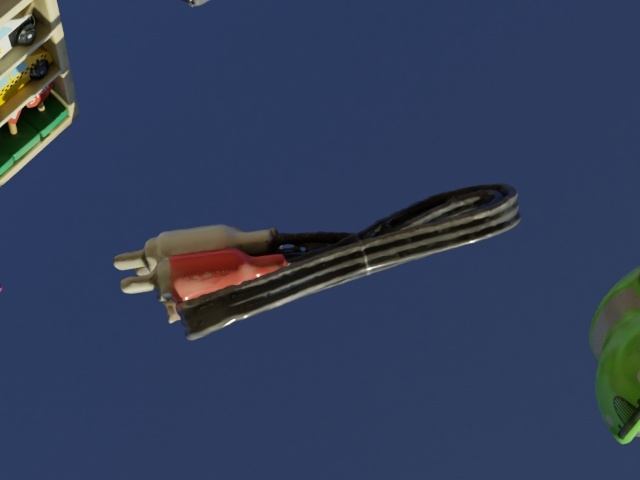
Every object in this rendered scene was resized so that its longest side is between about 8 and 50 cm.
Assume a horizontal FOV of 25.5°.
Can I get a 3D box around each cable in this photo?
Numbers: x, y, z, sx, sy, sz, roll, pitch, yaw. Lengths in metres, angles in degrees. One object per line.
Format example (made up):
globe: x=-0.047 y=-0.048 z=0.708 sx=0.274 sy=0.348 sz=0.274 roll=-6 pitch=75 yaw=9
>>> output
cable: x=0.000 y=0.000 z=0.972 sx=0.287 sy=0.139 sz=0.072 roll=-18 pitch=-80 yaw=0

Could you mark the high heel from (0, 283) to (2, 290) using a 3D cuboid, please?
high heel: x=-0.420 y=0.005 z=1.356 sx=0.117 sy=0.244 sz=0.082 roll=-26 pitch=-143 yaw=12

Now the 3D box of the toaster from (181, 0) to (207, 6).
toaster: x=-0.131 y=-0.326 z=1.364 sx=0.146 sy=0.129 sz=0.227 roll=-47 pitch=-136 yaw=-11

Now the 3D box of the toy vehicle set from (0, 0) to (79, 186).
toy vehicle set: x=-0.270 y=-0.050 z=0.912 sx=0.035 sy=0.166 sz=0.267 roll=38 pitch=-111 yaw=15

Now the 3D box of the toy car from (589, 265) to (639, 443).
toy car: x=0.182 y=0.010 z=0.658 sx=0.053 sy=0.239 sz=0.225 roll=39 pitch=-134 yaw=15
